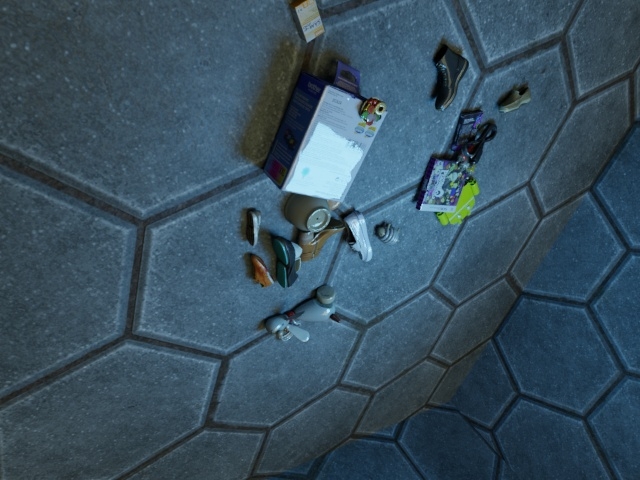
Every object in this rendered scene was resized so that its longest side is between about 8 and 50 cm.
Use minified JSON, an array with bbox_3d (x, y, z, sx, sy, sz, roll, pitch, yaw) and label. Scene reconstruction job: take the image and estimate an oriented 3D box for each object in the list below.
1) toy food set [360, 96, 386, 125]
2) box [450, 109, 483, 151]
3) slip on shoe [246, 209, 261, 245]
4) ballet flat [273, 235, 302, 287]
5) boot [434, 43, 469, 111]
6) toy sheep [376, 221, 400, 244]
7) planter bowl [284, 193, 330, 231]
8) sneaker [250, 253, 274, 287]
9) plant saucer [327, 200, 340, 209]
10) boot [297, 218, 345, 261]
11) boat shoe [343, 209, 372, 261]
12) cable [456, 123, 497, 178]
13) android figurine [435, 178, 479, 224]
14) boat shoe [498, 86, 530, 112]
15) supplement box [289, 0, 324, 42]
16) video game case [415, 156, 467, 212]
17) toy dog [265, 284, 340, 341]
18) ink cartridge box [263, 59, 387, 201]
[{"bbox_3d":[0.154,-0.384,1.267,0.083,0.020,0.083,18,110,-47],"label":"toy food set"},{"bbox_3d":[0.611,-0.458,1.781,0.116,0.029,0.162,-18,134,-28],"label":"box"},{"bbox_3d":[-0.224,-0.043,1.456,0.041,0.051,0.136,-24,130,-37],"label":"slip on shoe"},{"bbox_3d":[-0.121,0.065,1.600,0.096,0.095,0.281,-32,149,-27],"label":"ballet flat"},{"bbox_3d":[0.431,-0.577,1.517,0.137,0.076,0.198,15,100,-39],"label":"boot"},{"bbox_3d":[0.298,-0.024,1.852,0.132,0.091,0.091,24,107,-27],"label":"toy sheep"},{"bbox_3d":[-0.032,-0.097,1.512,0.162,0.109,0.162,-21,133,-24],"label":"planter bowl"},{"bbox_3d":[-0.225,0.119,1.577,0.067,0.064,0.175,-25,134,-6],"label":"sneaker"},{"bbox_3d":[0.049,-0.150,1.604,0.083,0.013,0.084,-22,134,-24],"label":"plant saucer"},{"bbox_3d":[0.000,0.000,1.652,0.197,0.073,0.153,-12,132,-20],"label":"boot"},{"bbox_3d":[0.146,-0.007,1.752,0.084,0.095,0.258,-27,126,-12],"label":"boat shoe"},{"bbox_3d":[0.656,-0.407,1.810,0.139,0.072,0.287,46,65,-33],"label":"cable"},{"bbox_3d":[0.651,-0.178,2.026,0.248,0.056,0.273,-43,137,-1],"label":"android figurine"},{"bbox_3d":[0.821,-0.601,1.810,0.190,0.068,0.072,-32,126,-27],"label":"boat shoe"},{"bbox_3d":[-0.035,-0.598,1.149,0.062,0.036,0.098,-36,139,-7],"label":"supplement box"},{"bbox_3d":[0.532,-0.237,1.850,0.210,0.042,0.232,1,114,-30],"label":"video game case"},{"bbox_3d":[-0.049,0.342,1.823,0.333,0.161,0.220,-36,138,-8],"label":"toy dog"},{"bbox_3d":[0.025,-0.337,1.326,0.269,0.151,0.396,6,120,-42],"label":"ink cartridge box"}]
